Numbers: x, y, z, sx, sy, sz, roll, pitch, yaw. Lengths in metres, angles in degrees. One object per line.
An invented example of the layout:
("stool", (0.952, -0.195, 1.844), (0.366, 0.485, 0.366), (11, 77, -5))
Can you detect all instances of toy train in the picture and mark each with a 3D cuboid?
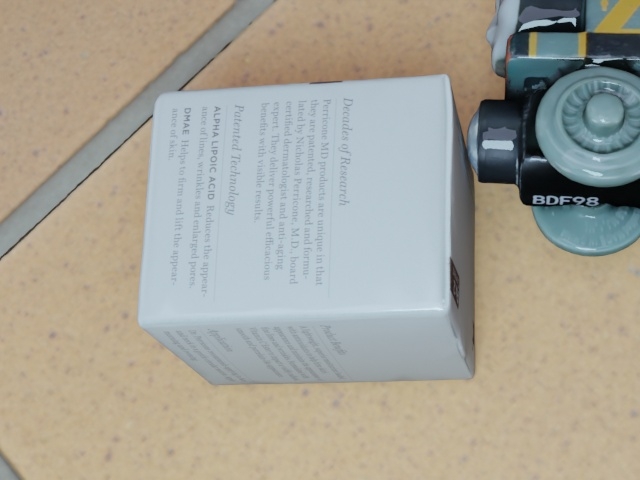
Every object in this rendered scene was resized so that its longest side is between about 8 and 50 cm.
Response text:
("toy train", (0.259, -0.093, 0.805), (0.334, 0.142, 0.190), (2, 64, 10))

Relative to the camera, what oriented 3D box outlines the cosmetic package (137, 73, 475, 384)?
("cosmetic package", (0.000, 0.000, 0.822), (0.184, 0.151, 0.151), (-3, 70, 11))
